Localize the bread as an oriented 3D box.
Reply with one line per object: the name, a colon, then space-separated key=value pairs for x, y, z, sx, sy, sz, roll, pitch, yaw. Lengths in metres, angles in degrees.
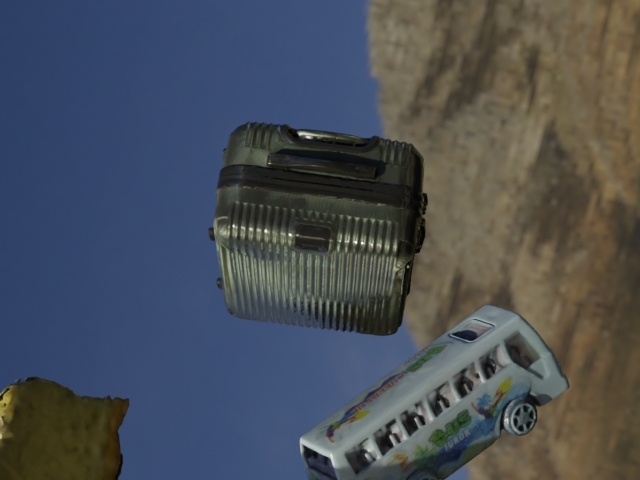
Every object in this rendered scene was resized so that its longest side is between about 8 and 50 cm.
bread: x=-0.360 y=0.372 z=2.175 sx=0.248 sy=0.279 sz=0.315 roll=25 pitch=-73 yaw=-35

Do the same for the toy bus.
toy bus: x=0.133 y=0.205 z=2.003 sx=0.330 sy=0.109 sz=0.136 roll=-34 pitch=-67 yaw=-23

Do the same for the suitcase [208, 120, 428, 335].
suitcase: x=0.000 y=0.000 z=1.679 sx=0.312 sy=0.202 sz=0.128 roll=93 pitch=-175 yaw=-70
